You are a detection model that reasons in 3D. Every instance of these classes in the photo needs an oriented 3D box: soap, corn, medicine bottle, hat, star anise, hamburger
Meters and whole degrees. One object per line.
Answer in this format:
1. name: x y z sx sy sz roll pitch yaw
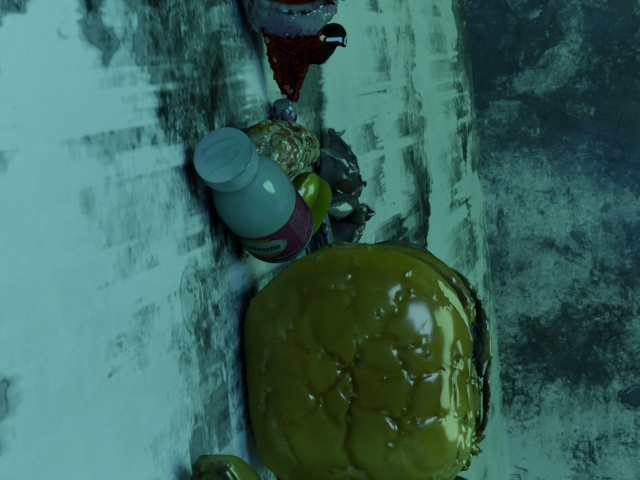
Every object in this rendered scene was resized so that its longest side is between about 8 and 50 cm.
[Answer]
1. soap: -0.023 -0.045 1.991 0.089 0.045 0.140 -59 168 0
2. corn: -0.044 -0.112 1.905 0.237 0.079 0.079 -17 102 -77
3. medicine bottle: -0.076 -0.051 1.730 0.216 0.090 0.090 54 34 -63
4. hat: -0.031 -0.242 1.936 0.129 0.140 0.227 -58 156 -51
5. star anise: 0.034 -0.070 2.235 0.208 0.063 0.171 -59 140 -67
6. hamburger: 0.056 0.145 1.793 0.158 0.319 0.318 -12 98 -79

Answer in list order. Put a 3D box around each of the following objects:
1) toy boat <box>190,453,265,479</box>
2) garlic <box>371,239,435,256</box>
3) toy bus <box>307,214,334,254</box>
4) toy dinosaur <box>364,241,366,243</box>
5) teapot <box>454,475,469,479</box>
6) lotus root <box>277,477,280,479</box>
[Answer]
1. toy boat: -0.086 0.370 1.565 0.121 0.089 0.321 -29 114 -62
2. garlic: 0.068 0.122 2.029 0.292 0.210 0.237 -36 115 -64
3. toy bus: 0.000 0.000 2.129 0.052 0.037 0.130 -80 161 -52
4. toy dinosaur: 0.058 0.057 2.359 0.041 0.026 0.113 23 72 -82
5. teapot: 0.203 0.486 2.578 0.203 0.171 0.225 58 -7 27
6. lotus root: -0.034 0.286 1.912 0.083 0.030 0.037 66 25 -52
